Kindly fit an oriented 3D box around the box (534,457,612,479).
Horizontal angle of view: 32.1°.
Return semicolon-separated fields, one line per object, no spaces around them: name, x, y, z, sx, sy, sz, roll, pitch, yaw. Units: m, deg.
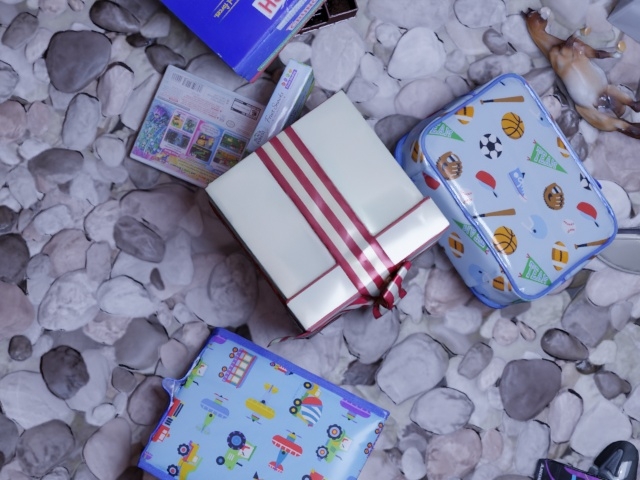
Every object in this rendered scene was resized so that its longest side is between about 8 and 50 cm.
box;0.359;0.379;1.547;0.029;0.162;0.116;14;87;-38

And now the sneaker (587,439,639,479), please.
sneaker;0.435;0.403;1.591;0.132;0.086;0.228;20;98;-8

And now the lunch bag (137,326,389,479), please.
lunch bag;-0.091;0.266;1.513;0.293;0.138;0.221;29;76;2

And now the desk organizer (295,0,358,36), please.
desk organizer;-0.015;-0.323;1.572;0.130;0.050;0.047;-18;91;-4

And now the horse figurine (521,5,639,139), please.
horse figurine;0.391;-0.222;1.561;0.066;0.174;0.263;-47;106;-11

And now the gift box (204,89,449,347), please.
gift box;0.000;0.000;1.480;0.276;0.255;0.258;-38;84;-1

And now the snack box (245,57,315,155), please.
snack box;-0.054;-0.174;1.542;0.037;0.100;0.141;26;88;4

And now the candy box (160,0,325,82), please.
candy box;-0.124;-0.417;1.487;0.317;0.122;0.268;45;98;8

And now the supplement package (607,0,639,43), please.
supplement package;0.573;-0.394;1.552;0.177;0.175;0.293;35;87;-2

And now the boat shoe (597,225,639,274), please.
boat shoe;0.495;0.004;1.613;0.206;0.075;0.065;5;46;1

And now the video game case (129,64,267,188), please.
video game case;-0.170;-0.153;1.576;0.157;0.019;0.143;23;88;-4

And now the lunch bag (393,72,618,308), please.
lunch bag;0.264;-0.066;1.542;0.243;0.115;0.303;-35;94;-27
